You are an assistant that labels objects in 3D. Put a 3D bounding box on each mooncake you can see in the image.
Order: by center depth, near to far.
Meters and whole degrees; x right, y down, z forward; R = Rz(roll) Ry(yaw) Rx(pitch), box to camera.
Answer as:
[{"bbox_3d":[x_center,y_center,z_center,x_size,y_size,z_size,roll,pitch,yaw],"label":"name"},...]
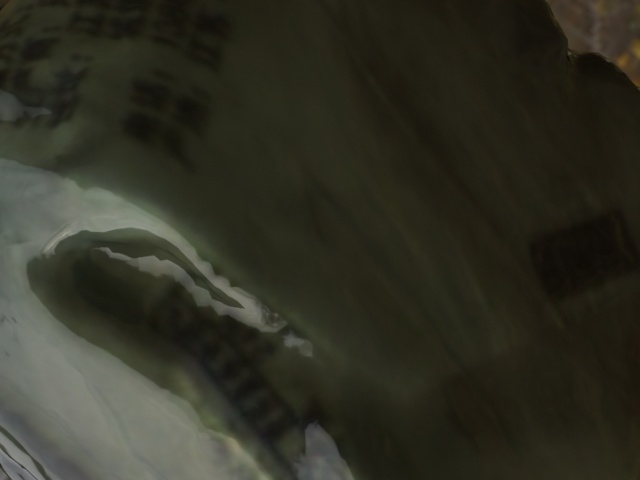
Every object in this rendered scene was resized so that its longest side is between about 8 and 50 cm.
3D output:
[{"bbox_3d":[-0.004,0.002,0.578,0.136,0.254,0.250,-25,115,42],"label":"mooncake"}]
